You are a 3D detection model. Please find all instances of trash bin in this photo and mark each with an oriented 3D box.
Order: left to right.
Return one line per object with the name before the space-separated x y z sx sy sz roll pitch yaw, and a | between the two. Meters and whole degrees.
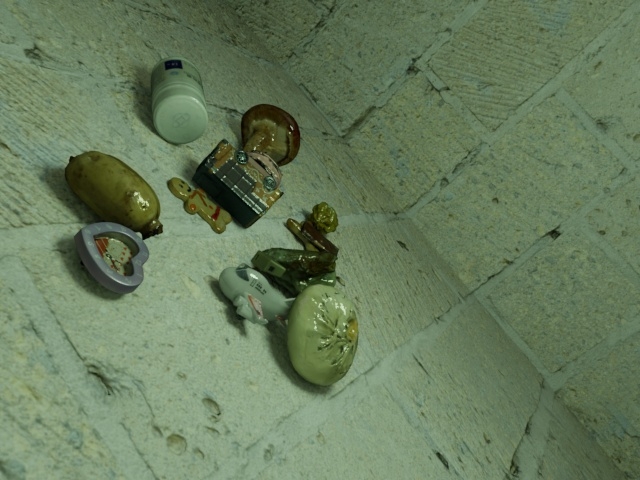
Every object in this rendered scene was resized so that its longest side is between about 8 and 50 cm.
trash bin | -0.149 0.071 1.700 0.061 0.043 0.092 37 3 34

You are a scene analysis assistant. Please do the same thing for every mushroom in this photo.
mushroom | -0.206 -0.428 2.451 0.267 0.267 0.254 31 26 -35

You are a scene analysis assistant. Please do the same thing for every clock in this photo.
clock | -0.486 0.036 1.336 0.172 0.064 0.198 35 24 -27

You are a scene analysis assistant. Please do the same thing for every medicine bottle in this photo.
medicine bottle | -0.508 -0.505 2.087 0.190 0.190 0.332 30 26 -36

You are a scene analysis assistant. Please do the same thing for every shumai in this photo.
shumai | -0.075 0.126 1.889 0.271 0.204 0.222 9 0 1

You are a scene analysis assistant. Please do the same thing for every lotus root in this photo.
lotus root | -0.504 -0.114 1.456 0.284 0.146 0.160 46 21 -2

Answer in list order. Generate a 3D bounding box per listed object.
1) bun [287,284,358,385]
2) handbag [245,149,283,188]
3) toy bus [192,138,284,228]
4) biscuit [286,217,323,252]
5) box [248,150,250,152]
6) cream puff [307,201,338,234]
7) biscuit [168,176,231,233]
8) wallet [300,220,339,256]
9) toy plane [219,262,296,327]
bun | 0.027 0.268 1.649 0.287 0.146 0.287 8 80 -55
handbag | -0.246 -0.229 2.122 0.205 0.179 0.116 43 15 -11
toy bus | -0.284 -0.189 1.968 0.275 0.138 0.167 44 55 -10
biscuit | -0.040 0.003 2.265 0.208 0.047 0.164 56 22 22
box | -0.272 -0.304 2.329 0.083 0.079 0.035 27 27 -41
cream puff | 0.001 -0.084 2.415 0.116 0.146 0.146 -28 71 -27
biscuit | -0.384 -0.117 1.856 0.234 0.030 0.153 42 20 -14
wallet | 0.000 0.000 2.245 0.176 0.026 0.095 41 25 -11
toy plane | -0.175 0.153 1.650 0.252 0.118 0.252 37 22 -17
